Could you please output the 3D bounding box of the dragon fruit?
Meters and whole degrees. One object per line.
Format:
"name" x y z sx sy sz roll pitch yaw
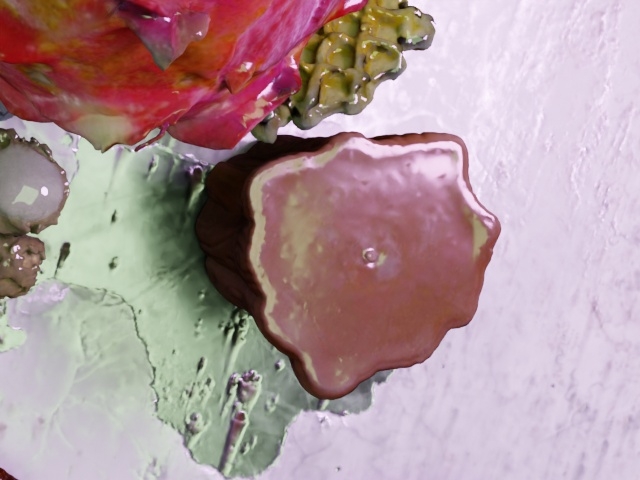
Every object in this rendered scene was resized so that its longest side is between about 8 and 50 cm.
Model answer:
"dragon fruit" -0.137 -0.211 1.145 0.370 0.386 0.249 0 136 -8

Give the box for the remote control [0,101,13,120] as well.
"remote control" -0.286 -0.219 1.270 0.104 0.052 0.247 -4 100 -18

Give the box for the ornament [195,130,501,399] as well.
"ornament" 0.000 0.000 1.301 0.221 0.217 0.235 25 87 -20

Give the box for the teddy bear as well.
"teddy bear" -0.329 0.018 1.226 0.267 0.156 0.256 21 87 20

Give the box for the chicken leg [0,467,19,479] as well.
"chicken leg" -0.318 0.254 1.296 0.322 0.083 0.177 42 96 -21

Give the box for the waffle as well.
"waffle" -0.031 -0.187 1.317 0.204 0.054 0.223 -30 68 -20
